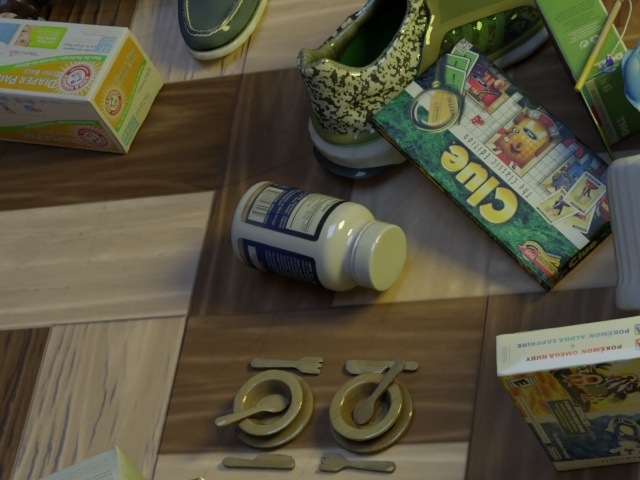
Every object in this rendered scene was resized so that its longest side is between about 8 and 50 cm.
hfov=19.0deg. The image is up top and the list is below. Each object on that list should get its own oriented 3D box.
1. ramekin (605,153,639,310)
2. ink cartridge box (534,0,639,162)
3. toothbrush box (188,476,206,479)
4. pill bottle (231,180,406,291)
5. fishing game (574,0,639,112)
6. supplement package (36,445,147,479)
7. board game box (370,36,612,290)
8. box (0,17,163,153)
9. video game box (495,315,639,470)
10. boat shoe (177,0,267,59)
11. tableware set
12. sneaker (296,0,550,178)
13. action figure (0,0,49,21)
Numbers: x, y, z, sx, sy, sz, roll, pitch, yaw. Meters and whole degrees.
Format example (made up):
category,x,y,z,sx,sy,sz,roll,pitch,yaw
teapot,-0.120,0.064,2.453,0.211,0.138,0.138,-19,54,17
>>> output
category,x,y,z,sx,sy,sz,roll,pitch,yaw
ramekin,0.383,-0.030,1.681,0.277,0.277,0.135,-12,90,16
ink cartridge box,0.288,-0.172,1.956,0.062,0.109,0.209,-25,49,7
toothbrush box,-0.068,0.366,1.607,0.283,0.122,0.206,39,74,-5
pill bottle,0.000,0.000,1.970,0.169,0.094,0.094,15,63,32
fishing game,0.381,-0.171,1.830,0.264,0.041,0.189,3,54,30
supplement package,-0.229,0.341,1.785,0.194,0.149,0.203,-24,49,7
board game box,0.187,-0.081,1.938,0.136,0.030,0.260,-44,68,-6
box,-0.306,-0.183,2.242,0.203,0.103,0.114,7,59,29
video game box,0.270,0.134,1.673,0.187,0.205,0.048,-12,56,18
boat shoe,-0.122,-0.359,2.291,0.116,0.099,0.319,-5,54,21
tableware set,-0.004,0.162,1.887,0.194,0.039,0.128,-1,56,25
sneaker,0.129,-0.255,2.042,0.158,0.182,0.410,32,73,38
action figure,-0.326,-0.323,2.354,0.285,0.099,0.185,-27,61,29
